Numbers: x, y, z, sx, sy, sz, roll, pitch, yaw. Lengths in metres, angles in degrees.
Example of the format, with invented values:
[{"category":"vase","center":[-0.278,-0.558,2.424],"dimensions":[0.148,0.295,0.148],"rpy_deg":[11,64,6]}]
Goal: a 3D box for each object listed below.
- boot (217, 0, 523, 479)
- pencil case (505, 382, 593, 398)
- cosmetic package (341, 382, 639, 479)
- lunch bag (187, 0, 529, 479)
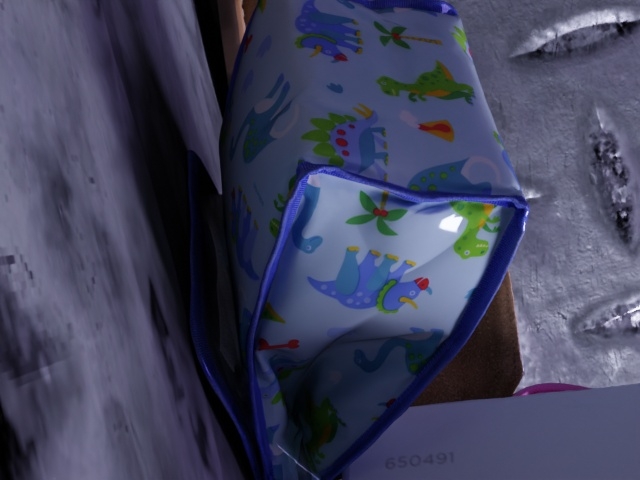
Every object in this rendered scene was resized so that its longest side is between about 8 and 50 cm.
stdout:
[{"category":"boot","center":[0.019,-0.044,0.715],"dimensions":[0.112,0.115,0.305],"rpy_deg":[38,37,-77]},{"category":"pencil case","center":[0.092,0.151,0.694],"dimensions":[0.095,0.098,0.209],"rpy_deg":[-42,159,-40]},{"category":"cosmetic package","center":[0.130,0.288,0.598],"dimensions":[0.230,0.162,0.453],"rpy_deg":[-85,163,-45]},{"category":"lunch bag","center":[0.000,0.000,0.526],"dimensions":[0.129,0.096,0.151],"rpy_deg":[-97,-159,-49]}]
